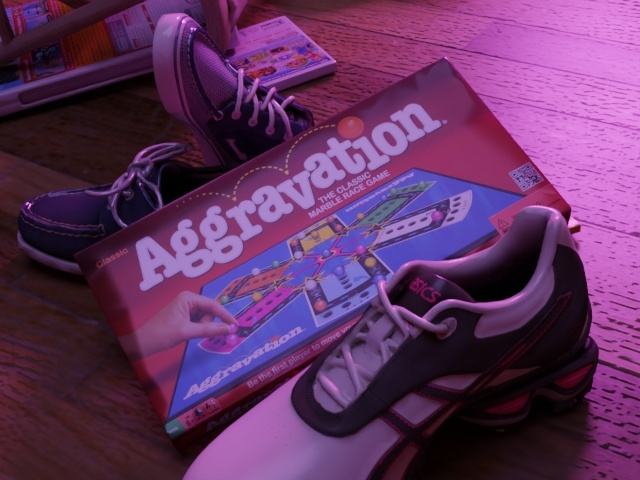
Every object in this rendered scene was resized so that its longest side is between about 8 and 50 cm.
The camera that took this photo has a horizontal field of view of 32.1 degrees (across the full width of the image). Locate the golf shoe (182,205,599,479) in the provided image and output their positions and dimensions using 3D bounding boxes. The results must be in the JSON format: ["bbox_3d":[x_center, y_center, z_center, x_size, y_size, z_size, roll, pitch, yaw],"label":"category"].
[{"bbox_3d":[0.031,0.074,0.606,0.272,0.120,0.105,-28,42,-21],"label":"golf shoe"}]

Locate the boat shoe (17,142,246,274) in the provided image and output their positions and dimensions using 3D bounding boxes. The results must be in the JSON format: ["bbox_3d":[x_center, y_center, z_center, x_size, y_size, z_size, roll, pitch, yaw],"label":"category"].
[{"bbox_3d":[-0.104,-0.022,0.794,0.254,0.079,0.095,4,39,18],"label":"boat shoe"}]

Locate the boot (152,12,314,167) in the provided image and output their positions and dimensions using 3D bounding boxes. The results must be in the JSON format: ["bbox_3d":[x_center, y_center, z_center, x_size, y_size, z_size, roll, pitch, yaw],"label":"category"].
[{"bbox_3d":[-0.054,-0.102,0.808,0.086,0.190,0.069,3,70,14],"label":"boot"}]

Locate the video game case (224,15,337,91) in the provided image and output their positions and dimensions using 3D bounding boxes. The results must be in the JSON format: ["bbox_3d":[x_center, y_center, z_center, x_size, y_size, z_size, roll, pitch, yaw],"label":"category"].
[{"bbox_3d":[-0.049,-0.172,1.037,0.087,0.011,0.122,-21,38,-15],"label":"video game case"}]

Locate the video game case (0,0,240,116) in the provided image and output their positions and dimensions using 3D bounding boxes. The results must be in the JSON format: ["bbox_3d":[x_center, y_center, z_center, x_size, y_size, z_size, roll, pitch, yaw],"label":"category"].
[{"bbox_3d":[-0.237,-0.201,1.095,0.285,0.025,0.204,-18,37,-8],"label":"video game case"}]

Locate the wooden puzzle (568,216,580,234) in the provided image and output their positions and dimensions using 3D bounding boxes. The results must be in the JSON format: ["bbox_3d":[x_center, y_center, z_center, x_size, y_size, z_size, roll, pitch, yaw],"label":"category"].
[{"bbox_3d":[0.122,-0.020,0.798,0.078,0.014,0.116,-23,39,-24],"label":"wooden puzzle"}]

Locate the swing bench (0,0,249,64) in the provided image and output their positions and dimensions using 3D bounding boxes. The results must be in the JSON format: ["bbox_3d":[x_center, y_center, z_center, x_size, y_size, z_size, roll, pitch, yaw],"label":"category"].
[{"bbox_3d":[-0.181,-0.300,1.051,0.254,0.165,0.253,-1,37,15],"label":"swing bench"}]

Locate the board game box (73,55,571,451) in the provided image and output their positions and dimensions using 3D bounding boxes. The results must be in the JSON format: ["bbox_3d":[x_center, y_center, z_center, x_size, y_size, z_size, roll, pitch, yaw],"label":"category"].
[{"bbox_3d":[0.000,0.000,0.703,0.281,0.027,0.145,-29,62,-9],"label":"board game box"}]
